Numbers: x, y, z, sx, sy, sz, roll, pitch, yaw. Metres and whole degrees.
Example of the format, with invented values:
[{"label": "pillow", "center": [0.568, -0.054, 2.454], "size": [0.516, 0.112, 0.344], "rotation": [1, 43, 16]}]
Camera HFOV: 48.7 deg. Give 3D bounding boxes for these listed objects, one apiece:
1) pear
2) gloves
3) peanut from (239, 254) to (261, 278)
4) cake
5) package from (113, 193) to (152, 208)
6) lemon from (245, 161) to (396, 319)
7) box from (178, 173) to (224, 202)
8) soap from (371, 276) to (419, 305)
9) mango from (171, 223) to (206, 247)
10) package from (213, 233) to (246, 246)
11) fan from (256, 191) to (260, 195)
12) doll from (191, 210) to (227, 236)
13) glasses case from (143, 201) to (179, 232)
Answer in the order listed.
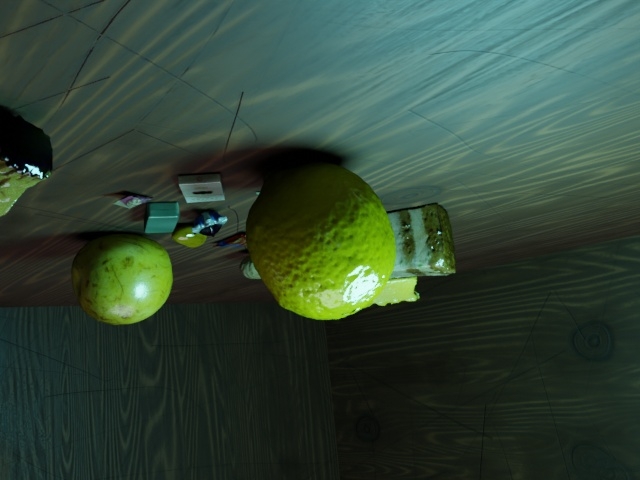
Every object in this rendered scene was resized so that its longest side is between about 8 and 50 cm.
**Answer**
[{"label": "pear", "center": [-0.560, 0.108, 2.007], "size": [0.281, 0.281, 0.281], "rotation": [-5, 170, -1]}, {"label": "gloves", "center": [-0.588, -0.103, 1.112], "size": [0.356, 0.155, 0.203], "rotation": [-7, 167, 26]}, {"label": "peanut", "center": [-0.165, 0.082, 2.498], "size": [0.233, 0.110, 0.197], "rotation": [4, 166, -36]}, {"label": "cake", "center": [0.246, 0.014, 2.114], "size": [0.293, 0.198, 0.196], "rotation": [-8, 172, 19]}, {"label": "package", "center": [-0.429, -0.090, 1.622], "size": [0.059, 0.029, 0.083], "rotation": [-18, 177, 22]}, {"label": "lemon", "center": [0.001, 0.002, 1.496], "size": [0.336, 0.336, 0.336], "rotation": [-5, 170, -1]}, {"label": "box", "center": [-0.263, -0.116, 1.579], "size": [0.090, 0.024, 0.167], "rotation": [-4, 171, -5]}, {"label": "soap", "center": [0.181, 0.096, 2.351], "size": [0.204, 0.096, 0.324], "rotation": [-5, -153, -14]}, {"label": "mango", "center": [-0.369, -0.014, 1.984], "size": [0.080, 0.060, 0.114], "rotation": [-17, 161, 37]}, {"label": "package", "center": [-0.258, 0.000, 2.233], "size": [0.083, 0.022, 0.200], "rotation": [3, 168, -37]}, {"label": "fan", "center": [-0.045, -0.115, 1.752], "size": [0.240, 0.009, 0.131], "rotation": [-3, 172, -14]}, {"label": "doll", "center": [-0.293, -0.041, 1.862], "size": [0.096, 0.070, 0.195], "rotation": [-19, 179, -10]}, {"label": "glasses case", "center": [-0.403, -0.056, 1.790], "size": [0.078, 0.039, 0.184], "rotation": [-2, 169, -17]}]
